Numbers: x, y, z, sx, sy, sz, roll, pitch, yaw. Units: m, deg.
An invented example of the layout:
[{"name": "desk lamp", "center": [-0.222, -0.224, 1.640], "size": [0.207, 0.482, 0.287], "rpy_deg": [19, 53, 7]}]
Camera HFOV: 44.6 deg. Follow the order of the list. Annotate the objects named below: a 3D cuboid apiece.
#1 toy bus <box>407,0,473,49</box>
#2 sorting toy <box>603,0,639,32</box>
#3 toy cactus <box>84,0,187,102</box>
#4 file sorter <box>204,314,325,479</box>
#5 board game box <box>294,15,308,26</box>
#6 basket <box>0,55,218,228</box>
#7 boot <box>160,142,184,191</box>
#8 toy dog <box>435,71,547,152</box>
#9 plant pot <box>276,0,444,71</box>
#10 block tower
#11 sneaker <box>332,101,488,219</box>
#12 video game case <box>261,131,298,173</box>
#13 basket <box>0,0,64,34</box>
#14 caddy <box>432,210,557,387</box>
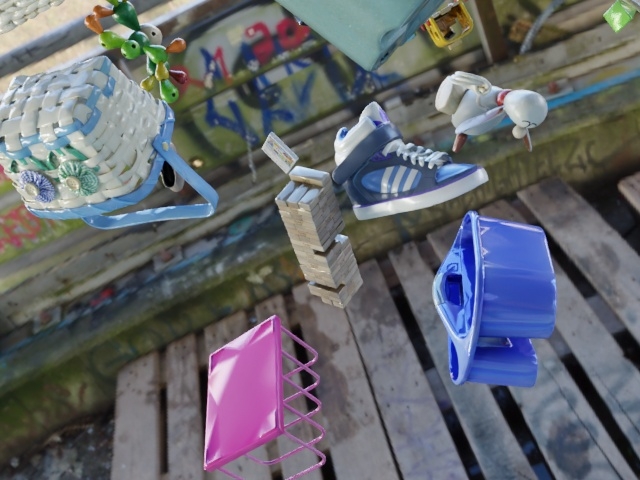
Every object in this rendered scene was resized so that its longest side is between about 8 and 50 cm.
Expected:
[{"name": "toy bus", "center": [0.326, -0.546, 2.006], "size": [0.202, 0.104, 0.191], "rpy_deg": [-36, 9, -39]}, {"name": "sorting toy", "center": [0.476, -0.441, 1.274], "size": [0.347, 0.196, 0.047], "rpy_deg": [-49, -1, -41]}, {"name": "toy cactus", "center": [-0.287, -0.333, 1.271], "size": [0.112, 0.219, 0.180], "rpy_deg": [-39, 16, 13]}, {"name": "file sorter", "center": [-0.110, 0.356, 1.678], "size": [0.202, 0.182, 0.290], "rpy_deg": [-33, 38, 24]}, {"name": "board game box", "center": [0.083, -0.451, 1.431], "size": [0.243, 0.042, 0.165], "rpy_deg": [-7, -28, -48]}, {"name": "basket", "center": [-0.322, -0.113, 1.144], "size": [0.255, 0.289, 0.201], "rpy_deg": [-8, 57, 27]}, {"name": "boot", "center": [-0.246, -0.111, 1.277], "size": [0.042, 0.118, 0.087], "rpy_deg": [-13, 37, -3]}, {"name": "toy dog", "center": [0.352, -0.253, 1.675], "size": [0.220, 0.161, 0.333], "rpy_deg": [16, 10, 3]}, {"name": "plant pot", "center": [0.022, -0.403, 0.921], "size": [0.341, 0.334, 0.341], "rpy_deg": [-48, 2, 2]}, {"name": "block tower", "center": [0.000, 0.000, 1.704], "size": [0.091, 0.335, 0.097], "rpy_deg": [15, 50, 32]}, {"name": "sneaker", "center": [0.170, -0.185, 1.633], "size": [0.323, 0.236, 0.130], "rpy_deg": [-13, 7, 36]}, {"name": "video game case", "center": [-0.096, -0.206, 1.843], "size": [0.011, 0.087, 0.122], "rpy_deg": [-46, 3, -16]}, {"name": "basket", "center": [-0.513, -0.589, 1.350], "size": [0.328, 0.266, 0.331], "rpy_deg": [-15, 50, 25]}, {"name": "caddy", "center": [0.283, 0.098, 1.354], "size": [0.179, 0.241, 0.341], "rpy_deg": [7, 34, 2]}]
